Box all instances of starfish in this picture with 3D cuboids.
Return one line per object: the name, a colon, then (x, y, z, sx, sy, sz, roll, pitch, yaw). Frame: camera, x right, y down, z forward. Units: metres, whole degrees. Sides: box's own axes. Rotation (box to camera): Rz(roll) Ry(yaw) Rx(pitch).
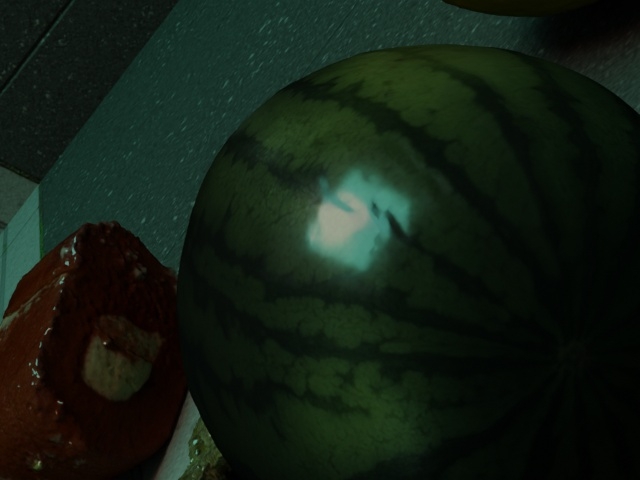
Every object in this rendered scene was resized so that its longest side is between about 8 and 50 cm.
starfish: (-0.080, 0.178, 1.246, 0.277, 0.062, 0.235, -42, 15, 40)

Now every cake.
cake: (-0.224, 0.124, 1.475, 0.151, 0.177, 0.283, -38, 28, 35)

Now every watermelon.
watermelon: (0.061, 0.031, 0.800, 0.279, 0.279, 0.359, -51, 17, 2)

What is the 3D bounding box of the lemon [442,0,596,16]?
lemon: (0.163, -0.332, 1.196, 0.336, 0.336, 0.336, -45, 20, 21)
